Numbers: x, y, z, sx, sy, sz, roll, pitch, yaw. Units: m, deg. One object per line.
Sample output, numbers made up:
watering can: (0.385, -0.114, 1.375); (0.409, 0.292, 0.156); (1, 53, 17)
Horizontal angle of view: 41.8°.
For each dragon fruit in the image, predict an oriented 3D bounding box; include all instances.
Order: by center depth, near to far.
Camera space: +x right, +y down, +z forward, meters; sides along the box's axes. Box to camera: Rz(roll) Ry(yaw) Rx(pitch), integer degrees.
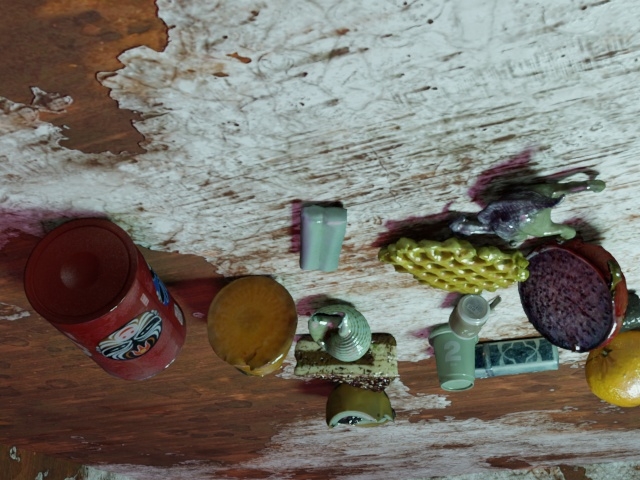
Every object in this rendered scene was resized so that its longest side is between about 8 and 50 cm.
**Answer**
dragon fruit: (0.492, 0.084, 1.550); (0.148, 0.218, 0.223); (-19, 125, -32)

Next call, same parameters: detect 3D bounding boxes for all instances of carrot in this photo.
carrot: (-0.125, 0.201, 1.769); (0.196, 0.195, 0.254); (-2, 160, 5)

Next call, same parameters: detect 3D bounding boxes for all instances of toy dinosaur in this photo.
toy dinosaur: (0.333, -0.039, 1.378); (0.162, 0.077, 0.294); (5, 157, -26)

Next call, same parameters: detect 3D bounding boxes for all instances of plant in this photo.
plant: (0.614, 0.161, 1.785); (0.143, 0.092, 0.094); (-17, 158, 16)

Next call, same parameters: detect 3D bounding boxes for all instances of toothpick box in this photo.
toothpick box: (-0.388, 0.120, 1.565); (0.204, 0.204, 0.333); (-2, 154, 5)

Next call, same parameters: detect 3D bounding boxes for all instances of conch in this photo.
conch: (0.044, 0.193, 1.834); (0.135, 0.102, 0.153); (3, 123, 19)

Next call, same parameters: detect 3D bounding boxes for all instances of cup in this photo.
cup: (0.334, 0.163, 1.801); (0.102, 0.074, 0.099); (2, 154, -4)
cup: (0.313, 0.275, 1.962); (0.120, 0.141, 0.120); (2, 153, 1)

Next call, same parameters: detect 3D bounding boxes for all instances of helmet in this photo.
helmet: (0.108, 0.458, 2.355); (0.199, 0.130, 0.224); (-6, 164, 18)

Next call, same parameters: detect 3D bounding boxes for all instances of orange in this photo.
orange: (0.713, 0.297, 1.967); (0.161, 0.193, 0.193); (35, 144, -12)

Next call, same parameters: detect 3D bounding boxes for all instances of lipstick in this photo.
lipstick: (0.439, 0.292, 2.069); (0.290, 0.077, 0.076); (-9, 152, 14)

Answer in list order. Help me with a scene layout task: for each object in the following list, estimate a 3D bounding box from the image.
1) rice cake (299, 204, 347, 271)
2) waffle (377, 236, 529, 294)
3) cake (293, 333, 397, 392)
rice cake: (0.001, 0.000, 1.501); (0.080, 0.042, 0.221); (0, 155, -3)
waffle: (0.244, 0.048, 1.559); (0.291, 0.051, 0.291); (6, 162, 2)
cake: (0.072, 0.276, 2.001); (0.246, 0.112, 0.135); (16, 147, -23)
